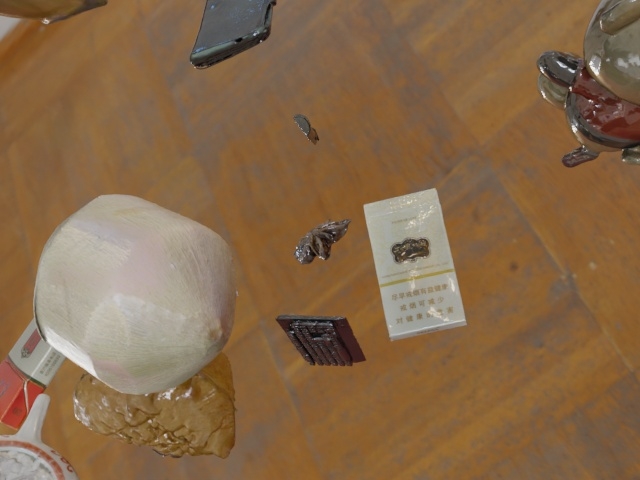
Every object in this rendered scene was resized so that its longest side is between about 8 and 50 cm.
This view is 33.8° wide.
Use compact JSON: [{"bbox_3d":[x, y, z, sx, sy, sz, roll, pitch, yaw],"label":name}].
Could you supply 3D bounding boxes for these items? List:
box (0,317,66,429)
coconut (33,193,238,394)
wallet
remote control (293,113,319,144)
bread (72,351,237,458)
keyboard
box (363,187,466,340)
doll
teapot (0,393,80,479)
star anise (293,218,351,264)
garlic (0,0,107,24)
[{"bbox_3d":[-0.394,0.145,1.518,0.245,0.035,0.139,-56,29,-9],"label":"box"},{"bbox_3d":[-0.195,0.066,1.177,0.234,0.224,0.224,21,79,23],"label":"coconut"},{"bbox_3d":[-0.161,-0.469,2.092,0.172,0.045,0.318,-19,41,22],"label":"wallet"},{"bbox_3d":[-0.016,-0.142,1.355,0.016,0.091,0.034,-39,84,3],"label":"remote control"},{"bbox_3d":[-0.215,0.195,1.436,0.143,0.229,0.139,-84,9,-54],"label":"bread"},{"bbox_3d":[0.003,0.110,1.132,0.074,0.196,0.015,4,72,10],"label":"keyboard"},{"bbox_3d":[0.108,0.027,1.223,0.090,0.024,0.166,-13,68,7],"label":"box"},{"bbox_3d":[0.369,-0.197,1.192,0.235,0.330,0.174,-5,72,-10],"label":"doll"},{"bbox_3d":[-0.313,0.258,1.047,0.159,0.116,0.245,4,45,-3],"label":"teapot"},{"bbox_3d":[-0.009,0.004,2.021,0.129,0.056,0.124,-14,33,49],"label":"star anise"},{"bbox_3d":[-0.293,-0.236,0.738,0.143,0.318,0.112,-25,52,44],"label":"garlic"}]
